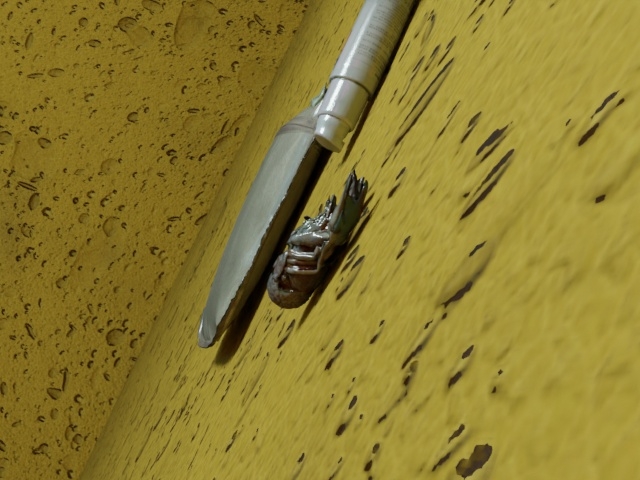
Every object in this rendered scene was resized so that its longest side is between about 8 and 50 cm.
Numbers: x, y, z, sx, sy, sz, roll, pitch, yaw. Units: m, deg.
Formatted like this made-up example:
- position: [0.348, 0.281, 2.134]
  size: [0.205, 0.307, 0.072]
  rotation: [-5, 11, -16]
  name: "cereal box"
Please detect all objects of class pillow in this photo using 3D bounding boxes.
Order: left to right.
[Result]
- position: [-0.045, -0.018, 0.767]
  size: [0.232, 0.038, 0.131]
  rotation: [-66, 12, -9]
  name: "pillow"

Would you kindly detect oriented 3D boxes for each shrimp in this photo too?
- position: [0.002, -0.003, 0.502]
  size: [0.092, 0.029, 0.038]
  rotation: [-52, 6, 31]
  name: "shrimp"

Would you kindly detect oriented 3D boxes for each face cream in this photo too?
- position: [0.029, -0.122, 0.655]
  size: [0.130, 0.034, 0.034]
  rotation: [-67, 9, -15]
  name: "face cream"
